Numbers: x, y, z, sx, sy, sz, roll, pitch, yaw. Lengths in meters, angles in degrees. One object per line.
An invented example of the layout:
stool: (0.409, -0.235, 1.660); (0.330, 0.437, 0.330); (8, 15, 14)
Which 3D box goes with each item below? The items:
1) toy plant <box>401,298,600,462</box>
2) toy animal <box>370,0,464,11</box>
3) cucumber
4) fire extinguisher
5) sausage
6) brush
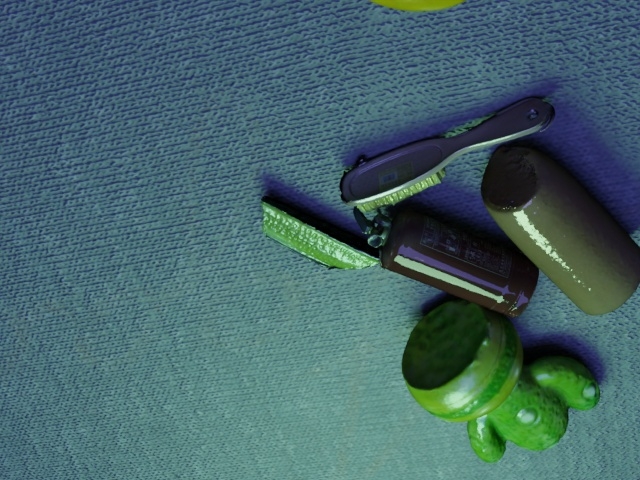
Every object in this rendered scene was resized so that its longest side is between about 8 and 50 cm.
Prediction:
toy plant: (0.282, 0.236, 1.534); (0.315, 0.184, 0.224); (36, 106, -30)
toy animal: (0.099, -0.374, 1.009); (0.345, 0.247, 0.278); (-28, 100, 9)
cucumber: (0.000, 0.000, 1.465); (0.220, 0.046, 0.070); (26, 127, -10)
fire extinguisher: (0.170, 0.021, 1.418); (0.268, 0.105, 0.105); (20, 126, -7)
sausage: (0.328, -0.018, 1.362); (0.253, 0.123, 0.123); (41, 121, -21)
brush: (0.174, -0.112, 1.358); (0.312, 0.072, 0.067); (-23, 143, 18)
